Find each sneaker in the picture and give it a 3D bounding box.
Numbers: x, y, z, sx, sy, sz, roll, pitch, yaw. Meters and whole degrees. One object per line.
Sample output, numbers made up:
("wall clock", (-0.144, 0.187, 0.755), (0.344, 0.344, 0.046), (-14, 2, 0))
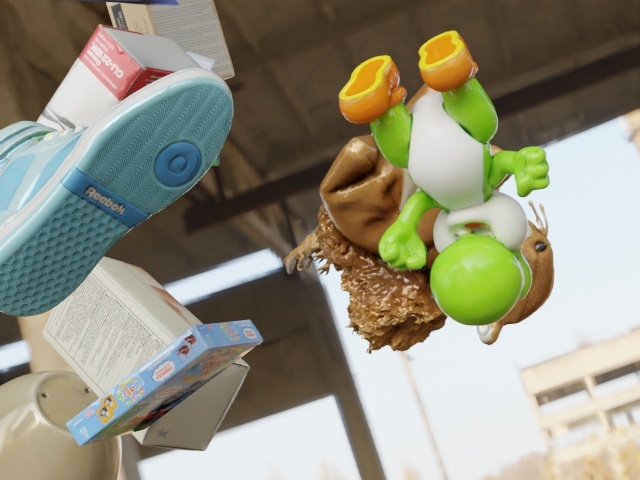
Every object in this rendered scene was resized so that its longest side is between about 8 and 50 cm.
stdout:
("sneaker", (-0.245, -0.092, 1.260), (0.319, 0.208, 0.127), (-41, -47, 4))

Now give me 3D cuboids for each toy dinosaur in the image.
("toy dinosaur", (0.000, 0.000, 2.393), (0.211, 0.112, 0.064), (-38, -46, 19))

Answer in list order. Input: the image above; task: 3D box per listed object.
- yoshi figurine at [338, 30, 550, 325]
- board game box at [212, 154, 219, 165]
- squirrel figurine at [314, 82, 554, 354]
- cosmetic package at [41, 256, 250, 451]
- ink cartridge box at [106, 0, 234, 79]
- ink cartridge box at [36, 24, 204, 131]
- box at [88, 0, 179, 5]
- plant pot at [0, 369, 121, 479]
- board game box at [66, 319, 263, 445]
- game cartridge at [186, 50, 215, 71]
("yoshi figurine", (0.162, -0.045, 1.456), (0.203, 0.362, 0.203), (-39, 29, -21))
("board game box", (-0.257, -0.215, 2.344), (0.136, 0.201, 0.035), (0, -50, -4))
("squirrel figurine", (0.184, 0.007, 1.948), (0.281, 0.370, 0.397), (-39, -11, -46))
("cosmetic package", (-0.255, 0.157, 1.766), (0.129, 0.296, 0.153), (19, -75, -47))
("ink cartridge box", (-0.270, -0.367, 2.253), (0.088, 0.193, 0.234), (-13, 8, 29))
("ink cartridge box", (-0.319, -0.181, 1.896), (0.273, 0.114, 0.197), (-53, -21, 19))
("box", (-0.300, -0.333, 1.565), (0.225, 0.136, 0.037), (0, -66, -19))
("plant pot", (-0.442, 0.322, 2.018), (0.284, 0.284, 0.191), (-3, -41, -43))
("board game box", (-0.189, 0.173, 1.518), (0.211, 0.039, 0.160), (-38, -14, 16))
("game cartridge", (-0.209, -0.265, 1.999), (0.056, 0.083, 0.017), (17, -17, 1))
